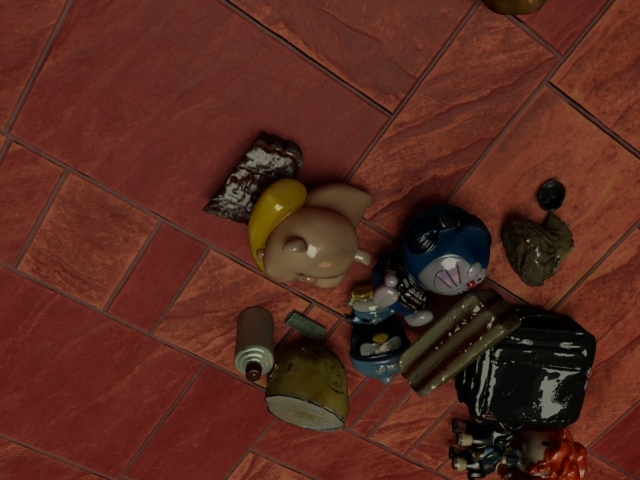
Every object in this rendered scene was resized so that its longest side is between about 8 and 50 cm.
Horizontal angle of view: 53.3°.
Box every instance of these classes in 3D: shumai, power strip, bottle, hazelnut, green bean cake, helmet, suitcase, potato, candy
[{"bbox_3d":[0.583,0.012,1.668,0.175,0.166,0.206,-26,141,0],"label":"shumai"},{"bbox_3d":[-0.037,0.245,1.813,0.136,0.019,0.051,32,109,-19],"label":"power strip"},{"bbox_3d":[-0.175,0.283,1.694,0.104,0.245,0.104,-2,117,-4],"label":"bottle"},{"bbox_3d":[0.417,-0.566,1.346,0.182,0.182,0.182,-2,117,-3],"label":"hazelnut"},{"bbox_3d":[-0.157,-0.146,1.557,0.198,0.097,0.232,19,115,-13],"label":"green bean cake"},{"bbox_3d":[0.601,-0.111,1.660,0.065,0.049,0.084,26,88,19],"label":"helmet"},{"bbox_3d":[0.580,0.356,1.822,0.345,0.188,0.339,5,104,-5],"label":"suitcase"},{"bbox_3d":[-0.026,0.412,1.815,0.246,0.196,0.299,11,149,12],"label":"potato"},{"bbox_3d":[0.357,0.263,1.667,0.320,0.179,0.135,-47,68,29],"label":"candy"}]

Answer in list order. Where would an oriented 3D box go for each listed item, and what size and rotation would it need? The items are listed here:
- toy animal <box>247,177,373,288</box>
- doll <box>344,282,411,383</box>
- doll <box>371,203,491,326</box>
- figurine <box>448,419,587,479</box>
[{"bbox_3d":[-0.006,0.018,1.517,0.345,0.247,0.277,-4,128,-46],"label":"toy animal"},{"bbox_3d":[0.159,0.267,1.773,0.177,0.141,0.314,-14,114,-2],"label":"doll"},{"bbox_3d":[0.287,0.049,1.619,0.310,0.240,0.284,-38,140,26],"label":"doll"},{"bbox_3d":[0.600,0.657,1.982,0.412,0.241,0.306,33,87,0],"label":"figurine"}]
